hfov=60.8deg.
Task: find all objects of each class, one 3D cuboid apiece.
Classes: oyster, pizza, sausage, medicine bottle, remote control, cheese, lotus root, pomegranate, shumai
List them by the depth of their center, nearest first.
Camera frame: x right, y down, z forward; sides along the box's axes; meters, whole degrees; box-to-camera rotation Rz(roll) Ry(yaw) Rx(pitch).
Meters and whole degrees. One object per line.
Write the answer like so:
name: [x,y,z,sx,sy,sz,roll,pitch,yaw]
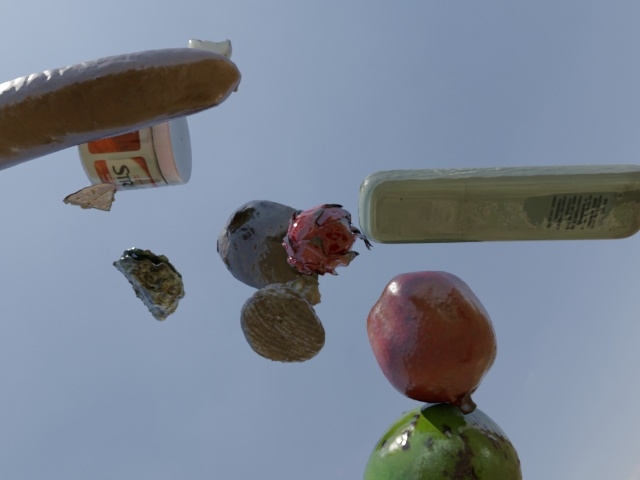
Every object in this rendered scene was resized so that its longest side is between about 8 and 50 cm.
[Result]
remote control: [0.196,-0.035,0.584,0.310,0.038,0.090,-2,-57,3]
pomegranate: [0.167,0.328,0.695,0.211,0.263,0.210,-12,-51,-16]
sausage: [-0.372,-0.217,0.879,0.502,0.123,0.136,-18,-21,-7]
shumai: [-0.077,0.157,1.175,0.161,0.152,0.209,-36,-60,24]
pizza: [-0.511,-0.087,1.240,0.123,0.109,0.026,-26,-39,-31]
lotus root: [-0.130,0.008,1.386,0.142,0.314,0.210,78,-148,-54]
medicine bottle: [-0.493,-0.263,1.468,0.241,0.252,0.252,-6,-59,0]
cheese: [-0.303,-0.504,1.531,0.128,0.234,0.049,5,-45,-21]
oyster: [-0.498,0.134,1.616,0.267,0.199,0.112,52,-138,-29]

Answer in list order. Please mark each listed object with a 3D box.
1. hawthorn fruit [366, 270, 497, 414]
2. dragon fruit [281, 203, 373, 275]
hawthorn fruit: [0.154,0.132,0.713,0.169,0.188,0.169,-22,-36,-17]
dragon fruit: [0.005,-0.001,0.896,0.130,0.121,0.142,52,-136,-24]
